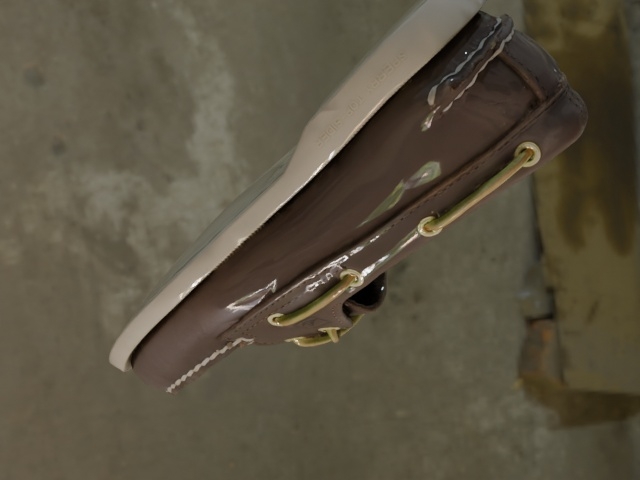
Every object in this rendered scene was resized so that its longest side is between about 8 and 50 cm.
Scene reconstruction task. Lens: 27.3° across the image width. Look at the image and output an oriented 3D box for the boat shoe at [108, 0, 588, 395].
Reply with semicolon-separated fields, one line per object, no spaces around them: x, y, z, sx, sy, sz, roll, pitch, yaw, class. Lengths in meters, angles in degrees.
0.000;0.000;0.687;0.097;0.324;0.116;42;37;-5;boat shoe
